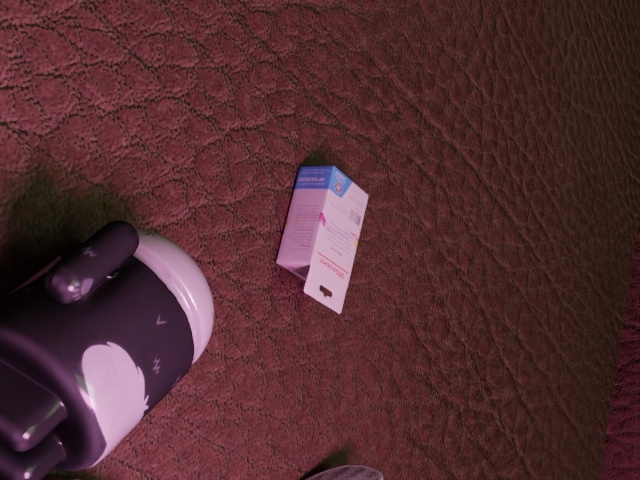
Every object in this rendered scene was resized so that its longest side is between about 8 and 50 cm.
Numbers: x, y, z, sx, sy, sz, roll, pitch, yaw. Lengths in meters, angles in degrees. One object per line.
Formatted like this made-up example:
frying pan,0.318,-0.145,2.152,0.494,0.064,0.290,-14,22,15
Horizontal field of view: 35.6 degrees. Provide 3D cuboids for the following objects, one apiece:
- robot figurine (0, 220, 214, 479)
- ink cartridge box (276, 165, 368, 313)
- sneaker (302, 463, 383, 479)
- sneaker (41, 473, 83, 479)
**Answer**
robot figurine,-0.224,0.101,0.943,0.173,0.209,0.278,56,44,-12
ink cartridge box,0.000,0.000,1.372,0.104,0.062,0.181,36,62,-51
sneaker,-0.013,0.439,1.354,0.292,0.108,0.169,-29,118,-42
sneaker,-0.224,0.292,1.041,0.188,0.071,0.066,36,62,-51
